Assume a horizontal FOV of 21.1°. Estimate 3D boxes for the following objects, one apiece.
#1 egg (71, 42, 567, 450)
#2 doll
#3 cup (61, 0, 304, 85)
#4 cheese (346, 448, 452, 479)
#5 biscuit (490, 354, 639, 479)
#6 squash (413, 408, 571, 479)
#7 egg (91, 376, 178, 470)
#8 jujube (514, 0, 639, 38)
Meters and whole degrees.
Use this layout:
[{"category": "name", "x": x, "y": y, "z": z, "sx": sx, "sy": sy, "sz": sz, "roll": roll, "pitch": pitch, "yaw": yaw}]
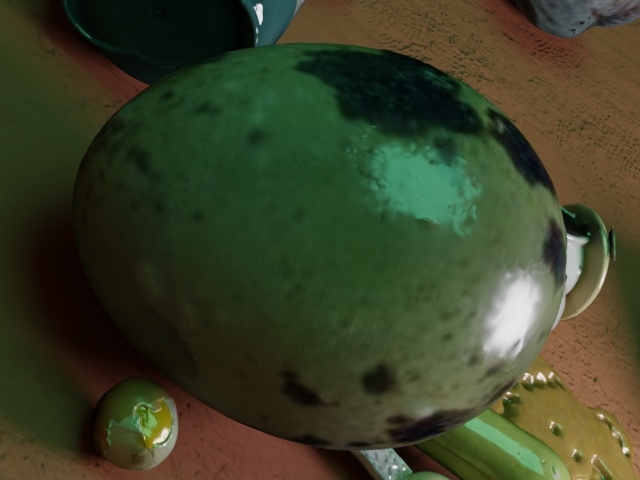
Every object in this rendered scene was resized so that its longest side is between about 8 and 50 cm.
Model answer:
[{"category": "egg", "x": 0.000, "y": 0.000, "z": 1.470, "sx": 0.428, "sy": 0.345, "sz": 0.345, "roll": 15, "pitch": 42, "yaw": -7}, {"category": "doll", "x": 0.196, "y": -0.018, "z": 1.879, "sx": 0.271, "sy": 0.144, "sz": 0.208, "roll": 48, "pitch": 39, "yaw": -4}, {"category": "cup", "x": -0.149, "y": -0.289, "z": 1.714, "sx": 0.289, "sy": 0.219, "sz": 0.257, "roll": 18, "pitch": 37, "yaw": 7}, {"category": "cheese", "x": 0.088, "y": 0.238, "z": 1.598, "sx": 0.235, "sy": 0.050, "sz": 0.127, "roll": 49, "pitch": 35, "yaw": -3}, {"category": "biscuit", "x": 0.281, "y": 0.273, "z": 1.779, "sx": 0.355, "sy": 0.052, "sz": 0.275, "roll": 54, "pitch": 35, "yaw": 7}, {"category": "squash", "x": 0.133, "y": 0.188, "z": 1.638, "sx": 0.250, "sy": 0.083, "sz": 0.083, "roll": 33, "pitch": 37, "yaw": -6}, {"category": "egg", "x": -0.150, "y": 0.148, "z": 1.401, "sx": 0.071, "sy": 0.071, "sz": 0.083, "roll": 36, "pitch": 36, "yaw": -19}, {"category": "jujube", "x": 0.339, "y": -0.433, "z": 2.341, "sx": 0.215, "sy": 0.246, "sz": 0.308, "roll": -20, "pitch": 82, "yaw": -9}]
